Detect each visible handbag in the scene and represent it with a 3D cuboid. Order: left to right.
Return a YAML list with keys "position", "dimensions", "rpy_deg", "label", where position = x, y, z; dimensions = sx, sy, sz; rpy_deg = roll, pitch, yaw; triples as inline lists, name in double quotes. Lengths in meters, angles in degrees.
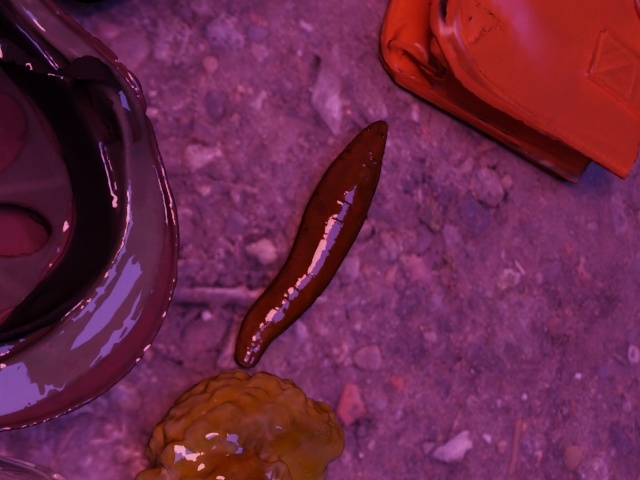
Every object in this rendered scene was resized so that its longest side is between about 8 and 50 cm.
- position: [0.248, -0.295, 0.860]
  dimensions: [0.304, 0.116, 0.409]
  rpy_deg: [24, 77, -24]
  label: "handbag"

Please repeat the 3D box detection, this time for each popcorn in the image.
- position: [-0.059, 0.191, 0.669]
  dimensions: [0.174, 0.142, 0.173]
  rpy_deg: [24, 54, -39]
  label: "popcorn"

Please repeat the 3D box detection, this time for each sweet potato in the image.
- position: [0.001, 0.000, 0.749]
  dimensions: [0.057, 0.057, 0.264]
  rpy_deg: [33, 74, -22]
  label: "sweet potato"

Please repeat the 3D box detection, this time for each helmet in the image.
- position: [-0.267, -0.042, 0.530]
  dimensions: [0.338, 0.197, 0.271]
  rpy_deg: [53, 58, -24]
  label: "helmet"

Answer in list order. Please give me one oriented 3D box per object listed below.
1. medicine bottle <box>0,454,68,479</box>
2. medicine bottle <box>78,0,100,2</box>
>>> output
- position: [-0.283, 0.361, 0.550]
  dimensions: [0.108, 0.108, 0.425]
  rpy_deg: [20, 79, -25]
  label: "medicine bottle"
- position: [-0.174, -0.388, 0.577]
  dimensions: [0.243, 0.242, 0.394]
  rpy_deg: [-30, 96, -26]
  label: "medicine bottle"
